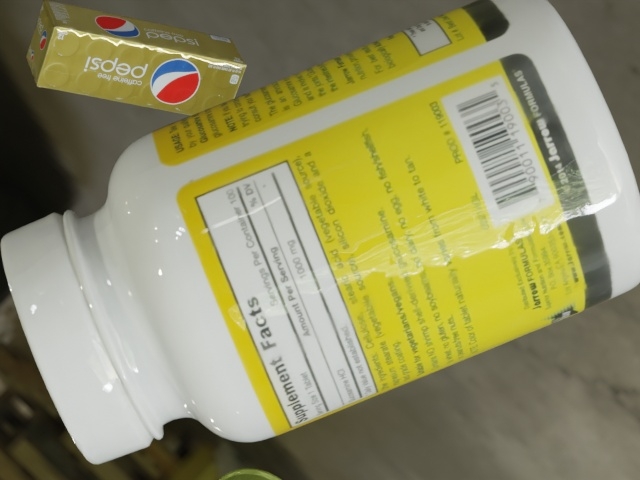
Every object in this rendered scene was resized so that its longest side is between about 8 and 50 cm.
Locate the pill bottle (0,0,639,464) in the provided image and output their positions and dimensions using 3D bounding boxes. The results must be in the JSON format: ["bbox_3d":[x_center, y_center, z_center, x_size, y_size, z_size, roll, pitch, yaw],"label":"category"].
[{"bbox_3d":[0.000,0.000,1.126,0.188,0.334,0.188,158,90,-89],"label":"pill bottle"}]

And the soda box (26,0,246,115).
[{"bbox_3d":[-0.163,-0.158,1.756,0.181,0.061,0.058,10,-152,-24],"label":"soda box"}]

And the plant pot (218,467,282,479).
[{"bbox_3d":[-0.062,0.220,1.456,0.083,0.083,0.079,42,-153,6],"label":"plant pot"}]
